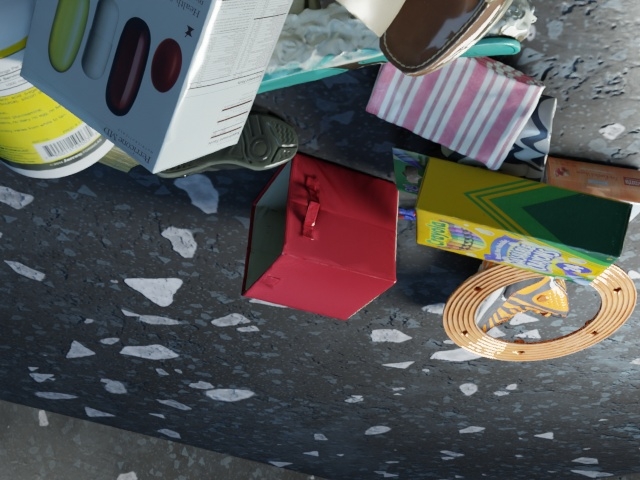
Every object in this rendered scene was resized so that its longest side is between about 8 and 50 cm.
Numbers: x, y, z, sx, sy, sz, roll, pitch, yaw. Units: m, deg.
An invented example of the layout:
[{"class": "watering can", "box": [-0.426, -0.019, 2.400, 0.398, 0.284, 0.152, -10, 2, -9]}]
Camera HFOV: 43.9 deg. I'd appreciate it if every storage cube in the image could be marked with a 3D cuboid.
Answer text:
[{"class": "storage cube", "box": [0.000, 0.000, 1.286, 0.193, 0.183, 0.215, 16, 150, -20]}]

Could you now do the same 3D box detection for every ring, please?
[{"class": "ring", "box": [0.384, 0.118, 1.411, 0.337, 0.032, 0.336, 0, 140, 0]}]

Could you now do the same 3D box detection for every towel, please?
[{"class": "towel", "box": [0.163, -0.177, 0.999, 0.197, 0.029, 0.144, 26, 138, 6]}]

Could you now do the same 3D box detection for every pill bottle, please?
[{"class": "pill bottle", "box": [-0.358, -0.234, 0.907, 0.188, 0.188, 0.334, 1, 151, 7]}]

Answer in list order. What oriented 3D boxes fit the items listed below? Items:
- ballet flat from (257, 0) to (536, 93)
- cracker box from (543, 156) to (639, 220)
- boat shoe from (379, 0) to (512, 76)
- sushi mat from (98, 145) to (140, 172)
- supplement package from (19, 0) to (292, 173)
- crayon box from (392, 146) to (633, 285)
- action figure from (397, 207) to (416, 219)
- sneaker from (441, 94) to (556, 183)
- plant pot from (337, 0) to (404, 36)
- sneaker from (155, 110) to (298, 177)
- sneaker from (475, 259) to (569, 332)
[{"class": "ballet flat", "box": [0.030, -0.247, 0.897, 0.409, 0.147, 0.147, -6, 150, 16]}, {"class": "cracker box", "box": [0.392, -0.038, 1.278, 0.156, 0.067, 0.232, 8, 152, -7]}, {"class": "boat shoe", "box": [0.144, -0.285, 0.699, 0.123, 0.116, 0.324, 38, 121, 8]}, {"class": "sushi mat", "box": [-0.414, -0.168, 1.165, 0.317, 0.019, 0.151, 20, 170, -26]}, {"class": "supplement package", "box": [-0.164, -0.215, 0.799, 0.194, 0.149, 0.203, 35, 122, 14]}, {"class": "crayon box", "box": [0.251, -0.028, 1.139, 0.323, 0.083, 0.203, 15, 169, 11]}, {"class": "action figure", "box": [0.169, -0.045, 1.343, 0.115, 0.030, 0.038, -13, 142, 26]}, {"class": "sneaker", "box": [0.242, -0.129, 1.118, 0.153, 0.094, 0.235, 11, 166, 15]}, {"class": "plant pot", "box": [0.001, -0.330, 0.640, 0.284, 0.284, 0.191, 30, 107, -39]}, {"class": "sneaker", "box": [-0.153, -0.140, 1.167, 0.228, 0.087, 0.130, -12, -167, -19]}, {"class": "sneaker", "box": [0.372, 0.125, 1.522, 0.180, 0.124, 0.321, 8, 151, -5]}]
